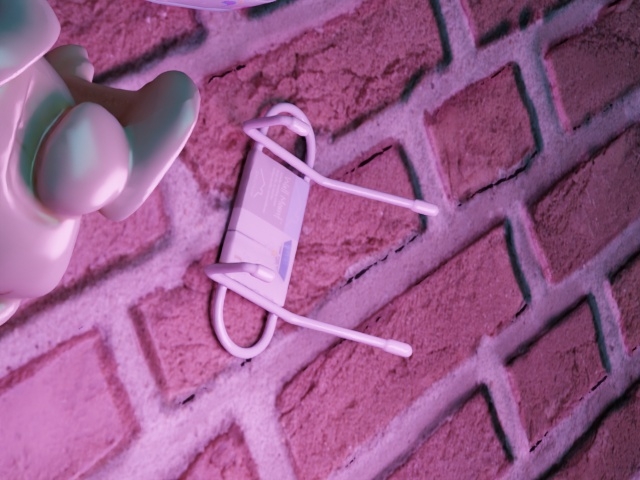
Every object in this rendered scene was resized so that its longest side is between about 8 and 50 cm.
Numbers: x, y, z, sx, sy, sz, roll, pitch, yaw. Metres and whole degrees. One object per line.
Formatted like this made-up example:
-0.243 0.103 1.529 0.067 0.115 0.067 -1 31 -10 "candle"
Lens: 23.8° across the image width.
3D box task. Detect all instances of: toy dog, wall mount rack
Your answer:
-0.397 -0.130 1.446 0.408 0.284 0.395 33 90 -42 "toy dog"
0.000 0.000 1.951 0.304 0.130 0.350 31 64 -43 "wall mount rack"

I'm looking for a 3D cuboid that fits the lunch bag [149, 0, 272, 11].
-0.151 -0.424 1.840 0.224 0.108 0.279 -4 88 -46 "lunch bag"
